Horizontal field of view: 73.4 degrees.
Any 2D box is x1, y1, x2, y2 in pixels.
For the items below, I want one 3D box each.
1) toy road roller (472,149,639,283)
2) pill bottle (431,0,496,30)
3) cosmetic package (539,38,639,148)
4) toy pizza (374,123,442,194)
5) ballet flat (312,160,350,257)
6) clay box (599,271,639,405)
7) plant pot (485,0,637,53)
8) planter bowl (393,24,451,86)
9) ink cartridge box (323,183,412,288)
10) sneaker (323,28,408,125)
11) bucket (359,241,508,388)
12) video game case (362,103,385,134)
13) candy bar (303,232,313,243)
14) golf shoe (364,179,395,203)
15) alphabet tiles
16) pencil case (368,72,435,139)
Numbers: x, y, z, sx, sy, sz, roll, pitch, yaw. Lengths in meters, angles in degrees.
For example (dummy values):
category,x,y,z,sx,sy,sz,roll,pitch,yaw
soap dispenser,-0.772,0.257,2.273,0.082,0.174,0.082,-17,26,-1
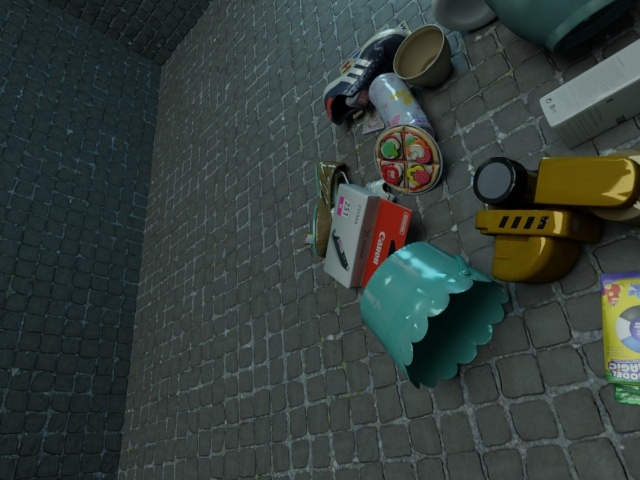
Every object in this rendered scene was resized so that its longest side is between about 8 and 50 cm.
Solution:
category,x,y,z,sx,sy,sz,roll,pitch,yaw
toy road roller,0.457,-0.029,0.812,0.329,0.202,0.241,7,91,53
pill bottle,0.404,-0.769,1.173,0.187,0.187,0.335,-10,67,44
cosmetic package,0.577,-0.291,0.847,0.231,0.117,0.086,-30,55,37
toy pizza,0.227,-0.211,1.149,0.201,0.032,0.202,23,132,28
ballet flat,0.046,-0.112,1.348,0.123,0.116,0.343,-9,58,19
clay box,0.556,0.165,0.726,0.127,0.053,0.222,-10,66,45
plant pot,0.528,-0.529,0.904,0.293,0.293,0.197,-31,80,35
planter bowl,0.306,-0.509,1.226,0.162,0.109,0.162,-20,60,41
ink cartridge box,0.118,0.008,1.183,0.238,0.060,0.276,34,120,49
sneaker,0.145,-0.492,1.348,0.350,0.131,0.148,-36,46,42
bucket,0.233,0.149,0.916,0.281,0.281,0.183,-57,45,12
video game case,0.179,-0.408,1.393,0.087,0.011,0.122,-5,70,46
candy bar,0.000,0.000,1.408,0.161,0.018,0.040,8,79,47
golf shoe,0.176,-0.101,1.231,0.085,0.069,0.177,-21,61,32
alphabet tiles,0.172,-0.577,1.461,0.342,0.011,0.286,-34,50,32
pencil case,0.229,-0.364,1.242,0.124,0.113,0.273,96,161,-52
